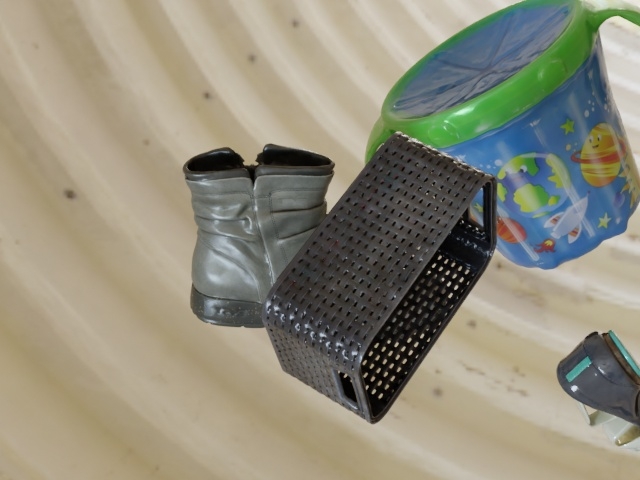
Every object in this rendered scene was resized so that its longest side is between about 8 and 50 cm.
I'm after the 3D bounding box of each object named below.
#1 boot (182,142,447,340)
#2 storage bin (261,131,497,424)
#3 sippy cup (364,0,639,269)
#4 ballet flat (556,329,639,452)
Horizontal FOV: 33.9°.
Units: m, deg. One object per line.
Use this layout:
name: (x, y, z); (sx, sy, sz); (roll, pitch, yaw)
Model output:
boot: (0.000, 0.000, 0.926); (0.083, 0.246, 0.161); (-94, 8, -60)
storage bin: (0.048, 0.026, 0.767); (0.180, 0.084, 0.122); (-53, -26, -22)
sippy cup: (0.216, -0.101, 1.092); (0.224, 0.305, 0.240); (55, -127, -21)
ballet flat: (0.247, 0.130, 0.845); (0.203, 0.074, 0.074); (34, -118, -45)
